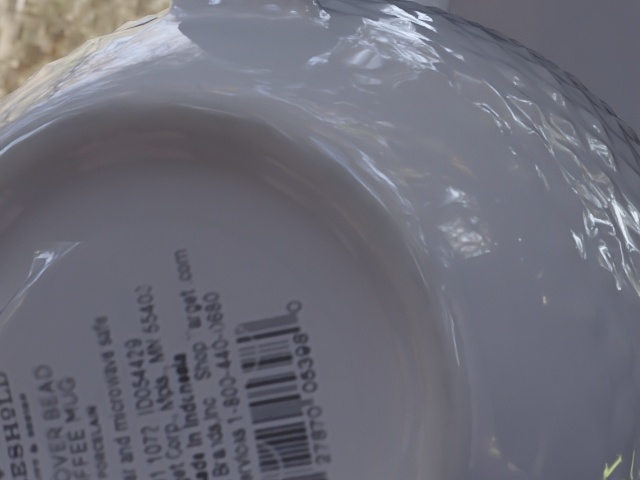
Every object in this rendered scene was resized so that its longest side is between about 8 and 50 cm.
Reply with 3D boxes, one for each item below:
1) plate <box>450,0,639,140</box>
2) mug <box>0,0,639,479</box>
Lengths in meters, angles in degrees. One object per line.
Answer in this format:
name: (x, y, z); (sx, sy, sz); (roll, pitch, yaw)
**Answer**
plate: (0.154, -0.083, 0.792); (0.277, 0.278, 0.045); (-37, -5, 41)
mug: (0.000, 0.000, 0.573); (0.276, 0.374, 0.328); (2, -1, 15)
